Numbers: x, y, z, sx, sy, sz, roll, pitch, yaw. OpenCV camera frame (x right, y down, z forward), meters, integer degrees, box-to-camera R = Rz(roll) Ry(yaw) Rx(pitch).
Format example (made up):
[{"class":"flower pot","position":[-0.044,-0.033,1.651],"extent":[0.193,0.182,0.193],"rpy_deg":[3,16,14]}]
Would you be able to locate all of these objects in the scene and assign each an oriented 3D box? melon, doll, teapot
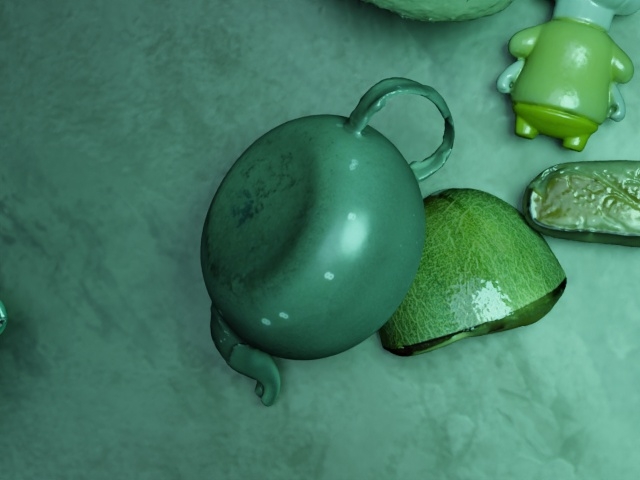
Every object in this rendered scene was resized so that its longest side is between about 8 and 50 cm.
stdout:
[{"class":"melon","position":[0.107,0.021,1.143],"extent":[0.160,0.079,0.128],"rpy_deg":[-22,85,6]},{"class":"doll","position":[0.204,-0.155,1.152],"extent":[0.106,0.062,0.162],"rpy_deg":[16,88,4]},{"class":"teapot","position":[0.000,0.000,1.117],"extent":[0.294,0.129,0.193],"rpy_deg":[-53,40,13]}]

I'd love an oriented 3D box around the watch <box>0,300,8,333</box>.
[{"class":"watch","position":[-0.339,0.134,1.138],"extent":[0.068,0.195,0.237],"rpy_deg":[27,80,10]}]

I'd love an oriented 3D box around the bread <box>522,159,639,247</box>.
[{"class":"bread","position":[0.269,-0.027,1.139],"extent":[0.214,0.053,0.073],"rpy_deg":[0,82,10]}]

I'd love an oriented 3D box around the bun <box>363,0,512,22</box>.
[{"class":"bun","position":[0.077,-0.299,1.130],"extent":[0.273,0.168,0.272],"rpy_deg":[0,79,0]}]
